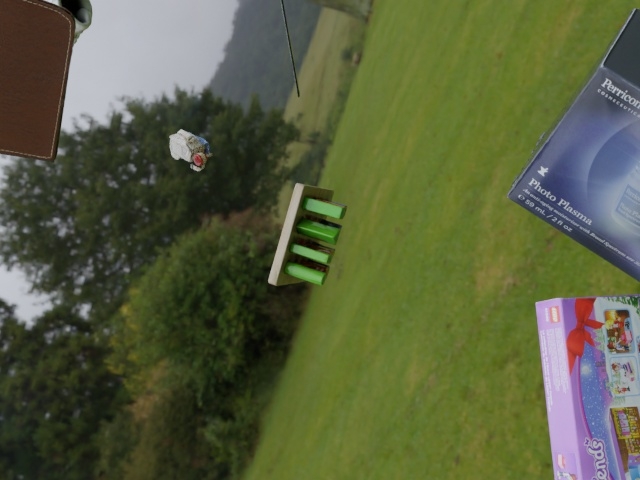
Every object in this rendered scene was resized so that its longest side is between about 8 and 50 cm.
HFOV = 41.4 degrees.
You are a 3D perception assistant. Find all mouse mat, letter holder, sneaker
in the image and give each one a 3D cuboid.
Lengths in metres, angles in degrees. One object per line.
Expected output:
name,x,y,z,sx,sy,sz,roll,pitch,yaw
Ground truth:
mouse mat,-0.045,-0.285,1.121,0.189,0.007,0.152,-102,1,-63
letter holder,-0.471,-0.248,1.063,0.152,0.302,0.214,-112,35,-55
sneaker,-0.434,-0.361,1.412,0.090,0.115,0.232,-37,-27,-40

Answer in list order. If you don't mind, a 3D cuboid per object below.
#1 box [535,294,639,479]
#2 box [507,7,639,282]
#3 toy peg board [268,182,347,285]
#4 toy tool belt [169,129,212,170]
box,0.373,0.212,1.017,0.057,0.201,0.293,151,117,-68
box,0.484,-0.120,1.239,0.183,0.296,0.294,-51,-9,-38
toy peg board,0.000,0.000,1.354,0.160,0.079,0.161,0,-73,-72
toy tool belt,-0.199,-0.148,1.351,0.051,0.083,0.052,-28,-44,-40
